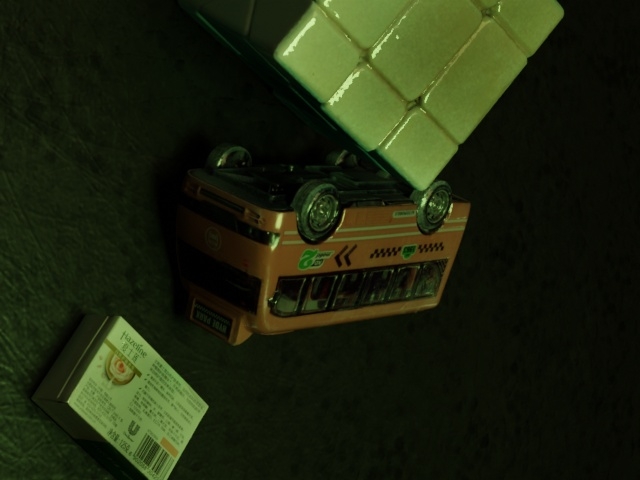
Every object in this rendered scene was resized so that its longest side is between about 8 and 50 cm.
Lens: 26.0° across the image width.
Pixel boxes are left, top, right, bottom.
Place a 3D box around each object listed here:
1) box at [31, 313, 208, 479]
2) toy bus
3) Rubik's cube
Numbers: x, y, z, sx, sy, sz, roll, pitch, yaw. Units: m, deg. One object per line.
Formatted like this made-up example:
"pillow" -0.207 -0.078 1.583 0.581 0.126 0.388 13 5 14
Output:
"box" -0.249 0.204 1.743 0.199 0.081 0.135 53 53 -34
"toy bus" 0.000 0.000 1.915 0.427 0.203 0.233 -5 113 -48
"Rubik's cube" 0.063 -0.309 1.838 0.319 0.322 0.316 -51 127 -2
